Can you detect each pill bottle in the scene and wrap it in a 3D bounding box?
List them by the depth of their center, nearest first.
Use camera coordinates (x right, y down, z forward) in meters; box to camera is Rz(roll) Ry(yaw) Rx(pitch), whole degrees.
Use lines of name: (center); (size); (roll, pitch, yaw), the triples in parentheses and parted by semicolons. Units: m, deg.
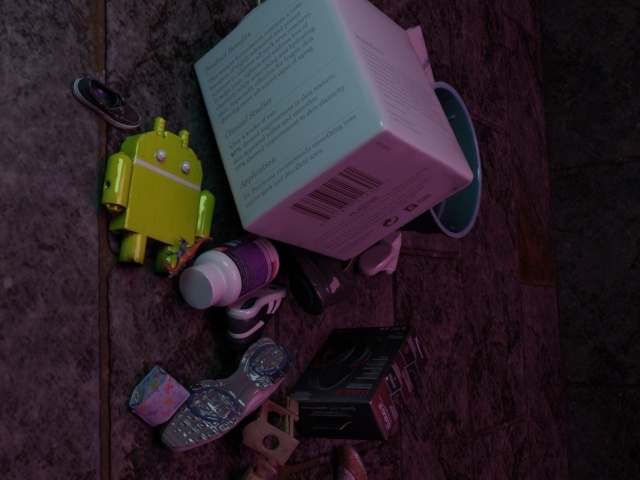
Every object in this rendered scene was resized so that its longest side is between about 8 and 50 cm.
pill bottle: (-0.172, 0.060, 1.452); (0.193, 0.108, 0.108); (-28, 108, -55)

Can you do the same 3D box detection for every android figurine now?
android figurine: (-0.281, -0.078, 1.360); (0.248, 0.056, 0.272); (27, 65, -52)

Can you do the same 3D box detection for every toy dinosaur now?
toy dinosaur: (-0.236, 0.024, 1.319); (0.047, 0.090, 0.082); (52, 16, -22)

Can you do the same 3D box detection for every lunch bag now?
lunch bag: (-0.278, 0.266, 1.311); (0.083, 0.053, 0.071); (-51, 131, -15)

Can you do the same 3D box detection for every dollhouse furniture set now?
dollhouse furniture set: (-0.128, 0.395, 1.531); (0.101, 0.160, 0.182); (33, 9, -8)

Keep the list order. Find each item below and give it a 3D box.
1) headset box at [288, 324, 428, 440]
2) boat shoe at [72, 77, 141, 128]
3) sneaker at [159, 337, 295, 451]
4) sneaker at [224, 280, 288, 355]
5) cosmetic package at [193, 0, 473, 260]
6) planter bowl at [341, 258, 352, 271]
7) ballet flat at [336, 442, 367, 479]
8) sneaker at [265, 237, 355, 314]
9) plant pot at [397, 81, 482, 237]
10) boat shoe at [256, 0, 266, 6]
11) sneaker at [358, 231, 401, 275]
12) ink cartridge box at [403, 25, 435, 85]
headset box: (0.077, 0.317, 1.691); (0.293, 0.218, 0.110); (-50, 124, -47)
boat shoe: (-0.348, -0.228, 1.292); (0.142, 0.040, 0.049); (29, 61, -51)
sneaker: (-0.167, 0.301, 1.418); (0.297, 0.111, 0.129); (-29, 153, -37)
sneaker: (-0.134, 0.160, 1.541); (0.217, 0.079, 0.121); (-30, 131, -65)
cosmetic package: (0.020, -0.228, 1.465); (0.327, 0.329, 0.393); (17, 47, -51)
planter bowl: (0.000, 0.000, 1.700); (0.109, 0.162, 0.162); (-56, 136, -79)
ballet flat: (0.077, 0.567, 1.791); (0.067, 0.073, 0.206); (-38, 114, -36)
sneaker: (-0.030, 0.013, 1.603); (0.130, 0.109, 0.286); (-19, 77, -33)
plant pot: (0.147, -0.159, 1.765); (0.341, 0.334, 0.340); (15, 72, -55)
boat shoe: (-0.071, -0.487, 1.705); (0.103, 0.113, 0.302); (-16, 104, -75)
sneaker: (0.164, 0.054, 2.000); (0.212, 0.080, 0.094); (-44, 133, -52)
ink cartridge box: (0.182, -0.412, 2.005); (0.168, 0.171, 0.232); (-43, 120, -51)
